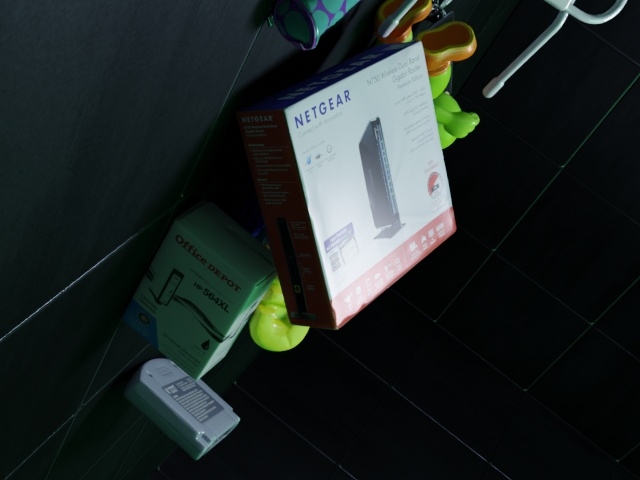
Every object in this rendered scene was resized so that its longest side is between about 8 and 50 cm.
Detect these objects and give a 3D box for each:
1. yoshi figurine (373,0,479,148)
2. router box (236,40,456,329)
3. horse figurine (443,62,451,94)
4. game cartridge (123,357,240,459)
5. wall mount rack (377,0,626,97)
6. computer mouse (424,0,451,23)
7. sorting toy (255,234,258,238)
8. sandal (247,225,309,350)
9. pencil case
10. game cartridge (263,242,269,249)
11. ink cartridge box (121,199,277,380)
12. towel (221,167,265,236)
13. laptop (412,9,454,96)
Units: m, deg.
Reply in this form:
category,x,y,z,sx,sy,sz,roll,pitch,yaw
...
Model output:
category,x,y,z,sx,sy,sz,roll,pitch,yaw
yoshi figurine,0.176,-0.260,1.665,0.362,0.202,0.204,96,3,-58
router box,0.051,-0.086,1.350,0.335,0.082,0.301,-35,119,-46
horse figurine,0.188,-0.226,1.866,0.174,0.066,0.263,-35,137,-47
game cartridge,-0.257,0.302,1.807,0.062,0.198,0.297,-53,174,2
wall mount rack,0.257,-0.379,1.397,0.304,0.350,0.130,-63,-157,5
computer mouse,0.291,-0.518,1.884,0.262,0.060,0.184,-53,174,6
sorting toy,-0.071,-0.041,1.730,0.208,0.038,0.193,-23,-170,29
sandal,-0.049,-0.004,1.451,0.138,0.126,0.317,28,-87,54
pencil case,0.009,-0.274,1.091,0.152,0.064,0.070,-48,157,-36
game cartridge,0.000,0.000,1.805,0.323,0.053,0.285,-22,178,-21
ink cartridge box,-0.167,0.070,1.362,0.203,0.148,0.086,-57,170,33
towel,-0.037,-0.125,1.580,0.228,0.076,0.308,-55,174,32
laptop,0.077,-0.225,1.973,0.382,0.236,0.408,-40,-164,-37
